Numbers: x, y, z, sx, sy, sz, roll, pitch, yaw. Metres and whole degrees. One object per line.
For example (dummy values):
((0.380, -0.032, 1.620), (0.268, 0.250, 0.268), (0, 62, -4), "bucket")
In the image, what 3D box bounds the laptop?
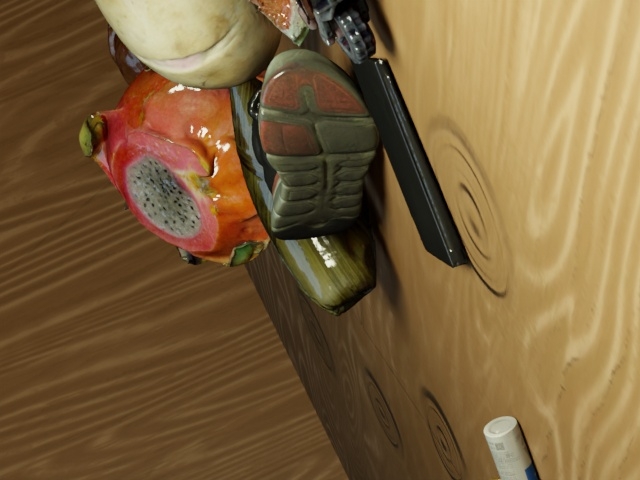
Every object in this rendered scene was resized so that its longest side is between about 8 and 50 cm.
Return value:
((0.077, -0.073, 1.574), (0.135, 0.016, 0.197), (-141, 29, -78), "laptop")

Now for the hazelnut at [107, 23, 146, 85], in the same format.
((-0.188, -0.254, 2.326), (0.170, 0.160, 0.202), (36, 180, -19), "hazelnut")

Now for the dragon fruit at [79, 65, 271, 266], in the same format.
((-0.148, -0.094, 2.158), (0.291, 0.189, 0.290), (34, 145, 27), "dragon fruit")

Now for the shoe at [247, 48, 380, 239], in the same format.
((-0.010, -0.114, 1.744), (0.291, 0.114, 0.137), (92, 169, -62), "shoe")

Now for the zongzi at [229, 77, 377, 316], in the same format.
((-0.021, -0.055, 1.905), (0.221, 0.112, 0.242), (63, -179, 33), "zongzi")

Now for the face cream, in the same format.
((0.188, 0.228, 1.668), (0.034, 0.034, 0.130), (-130, 18, -67), "face cream")

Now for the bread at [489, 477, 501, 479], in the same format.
((0.202, 0.295, 1.839), (0.110, 0.024, 0.110), (156, 90, -84), "bread")

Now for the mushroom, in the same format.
((-0.129, -0.256, 1.661), (0.255, 0.184, 0.254), (-22, -90, -87), "mushroom")

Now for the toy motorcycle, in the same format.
((-0.009, -0.232, 1.392), (0.118, 0.084, 0.212), (50, 170, 37), "toy motorcycle")

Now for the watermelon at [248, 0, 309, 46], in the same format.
((-0.059, -0.261, 1.546), (0.071, 0.139, 0.187), (-26, 86, 42), "watermelon")
